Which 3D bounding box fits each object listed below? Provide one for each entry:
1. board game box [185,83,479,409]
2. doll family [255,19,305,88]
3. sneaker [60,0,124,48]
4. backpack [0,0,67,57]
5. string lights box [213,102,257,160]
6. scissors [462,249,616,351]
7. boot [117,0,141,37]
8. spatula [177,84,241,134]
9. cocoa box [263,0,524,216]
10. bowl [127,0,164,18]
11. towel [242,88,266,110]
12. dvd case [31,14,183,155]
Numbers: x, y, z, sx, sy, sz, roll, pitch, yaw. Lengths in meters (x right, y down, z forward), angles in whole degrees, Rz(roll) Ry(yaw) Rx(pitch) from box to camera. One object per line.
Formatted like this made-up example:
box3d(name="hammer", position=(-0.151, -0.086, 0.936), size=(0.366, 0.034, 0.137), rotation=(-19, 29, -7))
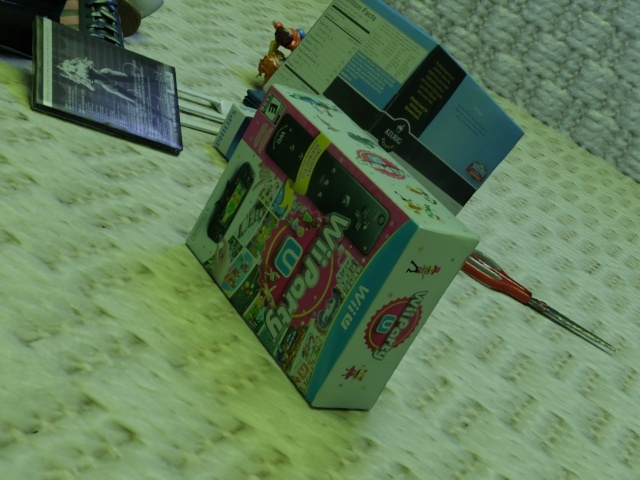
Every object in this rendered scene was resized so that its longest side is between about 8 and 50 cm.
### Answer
box3d(name="board game box", position=(0.000, 0.000, 1.155), size=(0.097, 0.224, 0.303), rotation=(12, 25, -43))
box3d(name="doll family", position=(-0.037, -0.300, 2.055), size=(0.263, 0.118, 0.163), rotation=(50, 15, 4))
box3d(name="sneaker", position=(-0.349, -0.330, 1.612), size=(0.112, 0.131, 0.319), rotation=(13, 30, -38))
box3d(name="backpack", position=(-0.450, -0.355, 1.481), size=(0.144, 0.166, 0.188), rotation=(34, 17, 16))
box3d(name="string lights box", position=(-0.035, -0.097, 1.562), size=(0.133, 0.077, 0.260), rotation=(10, 27, -43))
box3d(name="scissors", position=(0.334, 0.099, 1.698), size=(0.297, 0.021, 0.109), rotation=(38, 18, 19))
box3d(name="boot", position=(-0.427, -0.429, 1.839), size=(0.213, 0.077, 0.165), rotation=(12, 24, -41))
box3d(name="spatula", position=(-0.180, -0.204, 1.721), size=(0.242, 0.019, 0.168), rotation=(12, 31, -38))
box3d(name="cocoa box", position=(0.127, -0.210, 1.723), size=(0.231, 0.228, 0.347), rotation=(45, 9, 36))
box3d(name="bowl", position=(-0.364, -0.446, 1.910), size=(0.142, 0.053, 0.142), rotation=(43, -20, -23))
box3d(name="towel", position=(-0.081, -0.239, 1.922), size=(0.119, 0.029, 0.067), rotation=(8, 29, -48))
box3d(name="dvd case", position=(-0.296, -0.214, 1.482), size=(0.221, 0.018, 0.165), rotation=(17, 48, -34))
